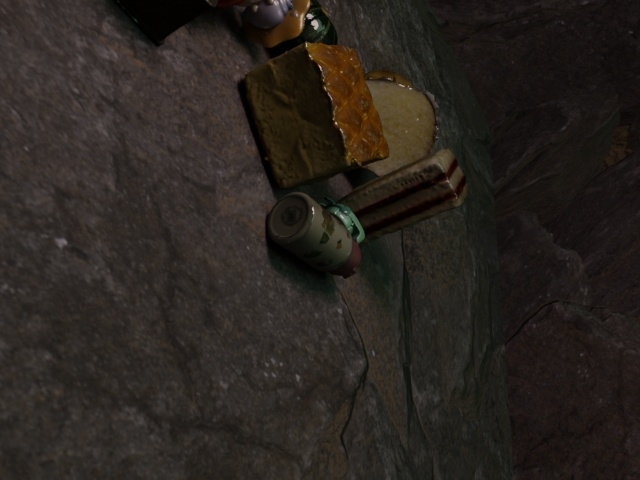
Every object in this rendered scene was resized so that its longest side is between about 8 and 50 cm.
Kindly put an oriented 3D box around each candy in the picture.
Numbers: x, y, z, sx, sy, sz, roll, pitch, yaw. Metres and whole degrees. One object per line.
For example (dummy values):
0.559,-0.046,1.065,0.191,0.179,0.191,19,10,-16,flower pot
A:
0.198,-0.107,1.672,0.135,0.320,0.179,65,30,-7,candy

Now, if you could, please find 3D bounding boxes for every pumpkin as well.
-0.047,-0.515,1.648,0.211,0.152,0.212,46,12,-12,pumpkin

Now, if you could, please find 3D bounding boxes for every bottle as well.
0.000,0.000,1.446,0.253,0.120,0.121,37,42,-51,bottle

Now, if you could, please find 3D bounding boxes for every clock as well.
0.036,-0.041,1.567,0.041,0.101,0.135,-39,102,-41,clock

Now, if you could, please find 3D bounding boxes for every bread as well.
-0.007,-0.276,1.509,0.279,0.207,0.279,-28,100,-62,bread

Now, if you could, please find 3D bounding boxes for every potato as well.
0.173,-0.322,1.871,0.237,0.300,0.289,-103,-148,-82,potato

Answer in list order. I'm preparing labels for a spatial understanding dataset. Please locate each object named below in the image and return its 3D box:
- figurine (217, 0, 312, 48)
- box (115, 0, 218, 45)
-0.149,-0.544,1.416,0.257,0.180,0.208,35,73,-67,figurine
-0.302,-0.513,1.169,0.273,0.143,0.184,47,36,-38,box
